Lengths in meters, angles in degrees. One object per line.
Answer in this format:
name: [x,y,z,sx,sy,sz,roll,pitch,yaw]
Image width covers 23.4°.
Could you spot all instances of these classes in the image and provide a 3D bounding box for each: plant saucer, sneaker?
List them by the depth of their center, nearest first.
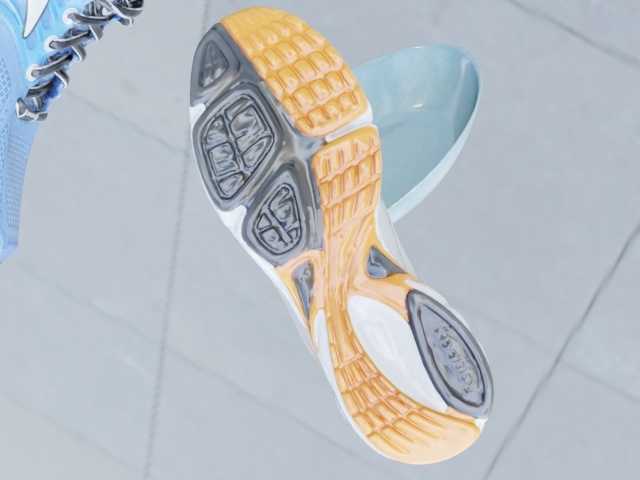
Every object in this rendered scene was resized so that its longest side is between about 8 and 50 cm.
sneaker: [0.000,0.000,0.855,0.121,0.099,0.262,164,82,-83]
sneaker: [-0.163,-0.145,0.904,0.147,0.329,0.130,10,-178,-2]
plant saucer: [0.029,-0.050,1.010,0.195,0.195,0.037,-5,133,46]
